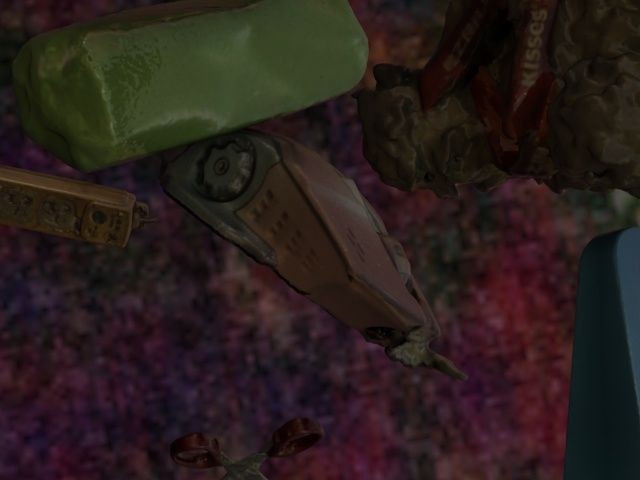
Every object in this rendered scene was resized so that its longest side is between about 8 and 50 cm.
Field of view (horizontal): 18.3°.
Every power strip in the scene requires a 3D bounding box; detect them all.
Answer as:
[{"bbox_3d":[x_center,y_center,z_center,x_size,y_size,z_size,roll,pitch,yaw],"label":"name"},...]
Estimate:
[{"bbox_3d":[-0.338,-0.047,2.282,0.044,0.305,0.064,-87,-170,-60],"label":"power strip"}]

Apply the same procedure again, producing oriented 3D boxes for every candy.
[{"bbox_3d":[-0.115,-0.156,1.785,0.344,0.142,0.132,-20,95,-41],"label":"candy"}]

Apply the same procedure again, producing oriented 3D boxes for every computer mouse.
[{"bbox_3d":[0.003,-0.006,1.795,0.389,0.115,0.199,36,5,31],"label":"computer mouse"}]

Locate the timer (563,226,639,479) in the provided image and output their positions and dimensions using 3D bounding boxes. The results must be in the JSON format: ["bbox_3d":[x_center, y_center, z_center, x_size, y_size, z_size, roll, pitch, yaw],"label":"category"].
[{"bbox_3d":[0.283,0.124,1.407,0.232,0.091,0.250,20,62,-33],"label":"timer"}]

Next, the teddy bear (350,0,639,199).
[{"bbox_3d":[0.194,-0.209,1.454,0.225,0.357,0.367,1,92,-28],"label":"teddy bear"}]

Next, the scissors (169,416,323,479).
[{"bbox_3d":[-0.075,0.224,1.932,0.247,0.144,0.017,100,-18,-67],"label":"scissors"}]
